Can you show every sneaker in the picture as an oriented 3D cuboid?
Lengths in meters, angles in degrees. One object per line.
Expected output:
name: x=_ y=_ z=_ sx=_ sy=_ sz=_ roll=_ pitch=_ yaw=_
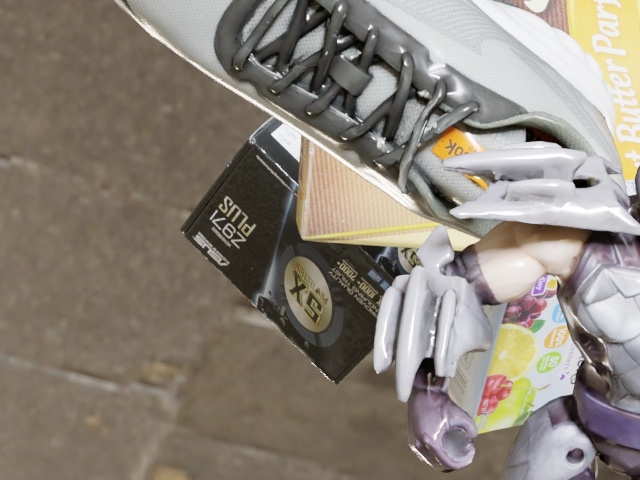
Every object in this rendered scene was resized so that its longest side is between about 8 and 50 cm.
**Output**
sneaker: x=0.028 y=-0.073 z=0.815 sx=0.271 sy=0.108 sz=0.100 roll=27 pitch=117 yaw=-27

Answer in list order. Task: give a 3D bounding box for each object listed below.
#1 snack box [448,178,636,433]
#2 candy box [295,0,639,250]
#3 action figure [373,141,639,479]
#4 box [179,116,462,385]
snack box: x=0.130 y=0.035 z=1.059 sx=0.100 sy=0.037 sz=0.141 roll=-10 pitch=135 yaw=-22
candy box: x=0.149 y=-0.085 z=1.158 sx=0.316 sy=0.183 sz=0.087 roll=4 pitch=-170 yaw=-5
action figure: x=0.103 y=0.073 z=0.667 sx=0.185 sy=0.099 sz=0.285 roll=15 pitch=124 yaw=3
box: x=0.000 y=0.000 z=1.556 sx=0.180 sy=0.077 sz=0.147 roll=45 pitch=141 yaw=3
